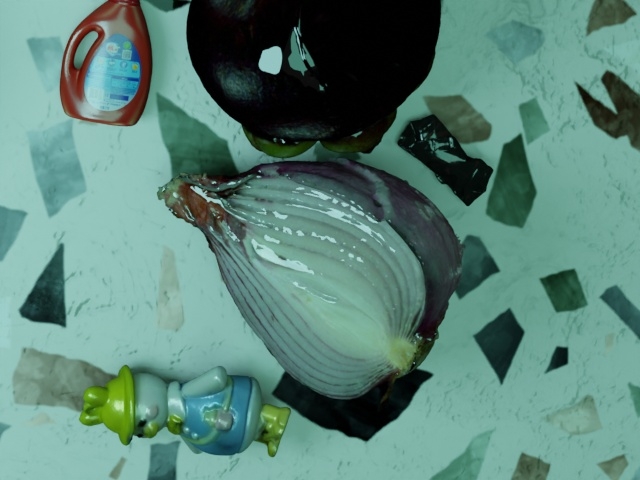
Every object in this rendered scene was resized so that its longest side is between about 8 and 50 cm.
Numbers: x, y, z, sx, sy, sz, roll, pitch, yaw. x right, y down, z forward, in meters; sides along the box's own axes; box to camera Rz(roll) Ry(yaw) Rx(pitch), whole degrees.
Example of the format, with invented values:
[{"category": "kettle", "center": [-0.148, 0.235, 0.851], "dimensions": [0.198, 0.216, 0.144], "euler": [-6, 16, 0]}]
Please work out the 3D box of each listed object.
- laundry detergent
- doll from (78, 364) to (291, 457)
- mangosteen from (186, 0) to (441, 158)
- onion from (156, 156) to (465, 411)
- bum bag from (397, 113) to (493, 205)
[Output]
[{"category": "laundry detergent", "center": [-0.227, -0.210, 1.451], "dimensions": [0.097, 0.049, 0.165], "euler": [8, 103, -9]}, {"category": "doll", "center": [-0.159, 0.199, 1.567], "dimensions": [0.241, 0.135, 0.099], "euler": [5, 78, -13]}, {"category": "mangosteen", "center": [0.008, -0.208, 1.394], "dimensions": [0.287, 0.233, 0.288], "euler": [0, 90, -34]}, {"category": "onion", "center": [0.000, 0.000, 1.505], "dimensions": [0.348, 0.159, 0.267], "euler": [39, 125, 7]}, {"category": "bum bag", "center": [0.147, -0.095, 1.557], "dimensions": [0.124, 0.034, 0.058], "euler": [41, 106, -18]}]
